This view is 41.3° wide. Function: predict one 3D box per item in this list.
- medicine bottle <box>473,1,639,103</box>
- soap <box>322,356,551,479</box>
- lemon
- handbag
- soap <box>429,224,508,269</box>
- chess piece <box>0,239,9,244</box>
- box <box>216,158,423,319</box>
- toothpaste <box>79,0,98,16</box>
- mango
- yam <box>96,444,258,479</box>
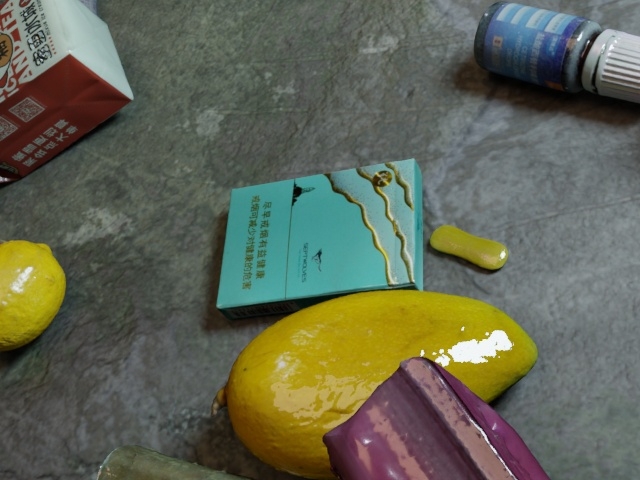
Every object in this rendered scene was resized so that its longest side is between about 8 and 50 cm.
[{"bbox_3d":[0.276,-0.207,0.941,0.203,0.083,0.083,22,70,32],"label":"medicine bottle"},{"bbox_3d":[0.143,0.254,0.617,0.127,0.220,0.325,-37,57,7],"label":"soap"},{"bbox_3d":[-0.373,0.069,1.022,0.114,0.114,0.155,14,62,29],"label":"lemon"},{"bbox_3d":[-0.428,-0.205,1.183,0.298,0.151,0.171,-32,61,14],"label":"handbag"},{"bbox_3d":[0.157,0.007,0.900,0.089,0.012,0.034,21,70,32],"label":"soap"},{"bbox_3d":[-0.430,0.039,1.114,0.083,0.038,0.084,-11,58,18],"label":"chess piece"},{"bbox_3d":[0.001,0.000,0.953,0.229,0.041,0.162,-9,57,18],"label":"box"},{"bbox_3d":[-0.385,-0.305,1.302,0.099,0.068,0.283,-23,58,47],"label":"toothpaste"},{"bbox_3d":[0.046,0.132,0.806,0.316,0.119,0.177,-17,53,4],"label":"mango"},{"bbox_3d":[-0.086,0.263,0.794,0.259,0.093,0.093,7,63,26],"label":"yam"}]
